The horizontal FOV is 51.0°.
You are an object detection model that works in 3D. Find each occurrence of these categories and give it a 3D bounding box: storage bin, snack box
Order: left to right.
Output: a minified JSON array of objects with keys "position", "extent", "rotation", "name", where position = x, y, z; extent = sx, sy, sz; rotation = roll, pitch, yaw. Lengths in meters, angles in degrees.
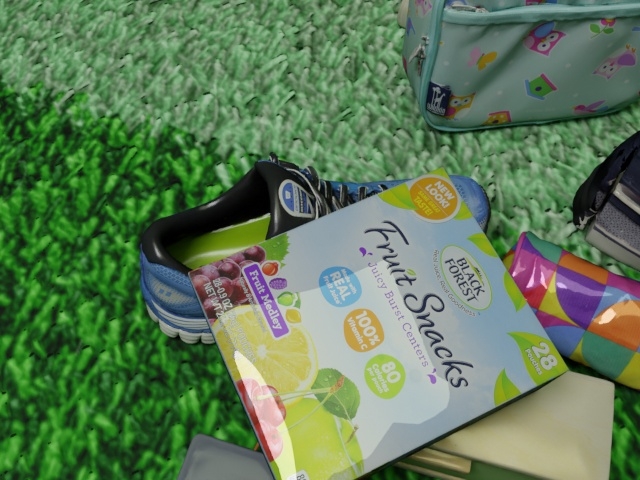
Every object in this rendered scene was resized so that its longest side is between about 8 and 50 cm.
[{"position":[-0.048,0.193,0.518],"extent":[0.135,0.091,0.098],"rotation":[15,61,8],"name":"storage bin"},{"position":[0.036,0.065,0.479],"extent":[0.207,0.070,0.174],"rotation":[-23,69,-13],"name":"snack box"}]

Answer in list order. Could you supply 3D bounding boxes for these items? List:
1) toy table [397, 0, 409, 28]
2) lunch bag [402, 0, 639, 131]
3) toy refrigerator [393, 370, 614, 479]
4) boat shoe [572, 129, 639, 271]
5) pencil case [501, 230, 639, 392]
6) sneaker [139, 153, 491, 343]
[{"position":[0.175,-0.388,0.808],"extent":[0.252,0.161,0.274],"rotation":[-39,68,-20],"name":"toy table"},{"position":[0.222,-0.220,0.676],"extent":[0.279,0.224,0.107],"rotation":[-7,60,-4],"name":"lunch bag"},{"position":[0.081,0.138,0.543],"extent":[0.270,0.102,0.094],"rotation":[14,62,7],"name":"toy refrigerator"},{"position":[0.405,0.000,0.586],"extent":[0.341,0.158,0.127],"rotation":[26,64,14],"name":"boat shoe"},{"position":[0.264,0.077,0.582],"extent":[0.236,0.104,0.104],"rotation":[26,64,12],"name":"pencil case"},{"position":[0.000,0.000,0.596],"extent":[0.330,0.147,0.129],"rotation":[-15,61,-9],"name":"sneaker"}]
